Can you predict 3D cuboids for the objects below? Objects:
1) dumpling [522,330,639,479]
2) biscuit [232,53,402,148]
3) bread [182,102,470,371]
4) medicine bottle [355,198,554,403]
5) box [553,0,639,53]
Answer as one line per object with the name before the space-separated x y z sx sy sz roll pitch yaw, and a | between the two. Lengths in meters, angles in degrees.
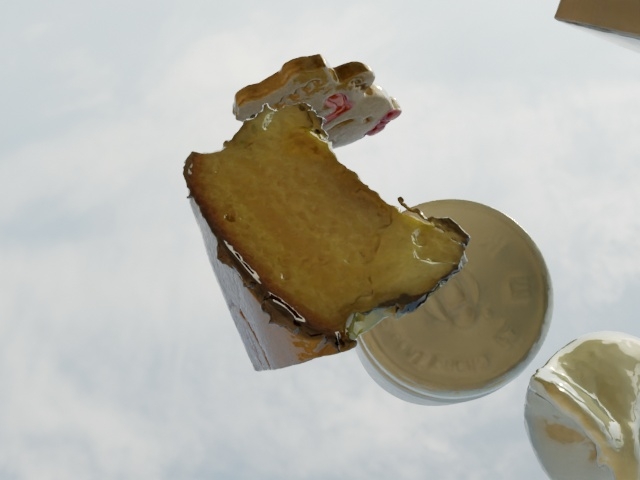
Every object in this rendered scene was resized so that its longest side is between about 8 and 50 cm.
dumpling | 0.223 0.139 0.770 0.151 0.229 0.124 37 -77 30
biscuit | 0.001 -0.146 1.237 0.166 0.225 0.036 -27 -111 22
bread | 0.000 0.000 0.707 0.140 0.169 0.160 -30 -162 -20
medicine bottle | 0.126 0.076 1.127 0.190 0.332 0.189 0 -100 1
box | 0.223 -0.143 0.518 0.067 0.233 0.149 24 -79 47
